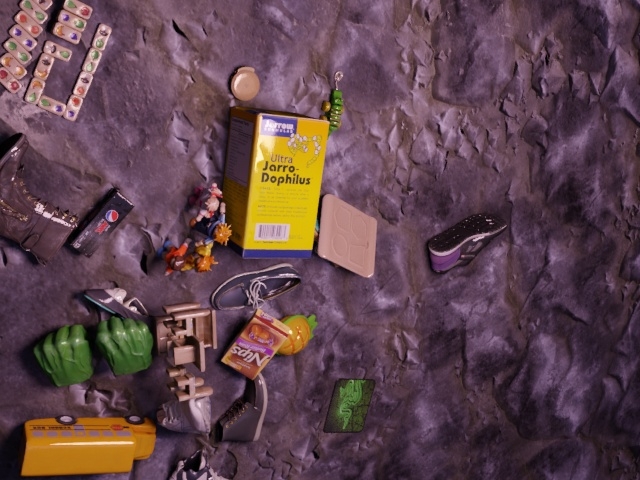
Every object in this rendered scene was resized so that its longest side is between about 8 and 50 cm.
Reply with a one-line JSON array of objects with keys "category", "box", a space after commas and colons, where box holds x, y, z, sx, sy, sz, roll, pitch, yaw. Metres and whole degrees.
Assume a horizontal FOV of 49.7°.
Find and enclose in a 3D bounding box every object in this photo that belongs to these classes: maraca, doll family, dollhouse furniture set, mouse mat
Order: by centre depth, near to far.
[{"category": "doll family", "box": [-0.292, -0.010, 1.740, 0.118, 0.163, 0.262, 29, 91, -32]}, {"category": "dollhouse furniture set", "box": [-0.316, 0.258, 1.759, 0.161, 0.242, 0.212, -6, 101, -26]}, {"category": "maraca", "box": [-0.073, 0.269, 1.987, 0.186, 0.099, 0.127, -3, 119, -53]}, {"category": "mouse mat", "box": [0.093, 0.528, 2.206, 0.153, 0.007, 0.189, 8, 101, -29]}]

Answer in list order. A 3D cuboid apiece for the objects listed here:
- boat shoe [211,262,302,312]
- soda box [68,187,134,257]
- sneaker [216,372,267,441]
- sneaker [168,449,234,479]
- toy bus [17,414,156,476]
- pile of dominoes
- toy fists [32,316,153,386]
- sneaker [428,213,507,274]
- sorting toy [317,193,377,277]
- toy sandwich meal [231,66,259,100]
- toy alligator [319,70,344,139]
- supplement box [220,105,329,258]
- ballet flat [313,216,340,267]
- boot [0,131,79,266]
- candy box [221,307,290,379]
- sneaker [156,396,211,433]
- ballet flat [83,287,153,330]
[{"category": "boat shoe", "box": [-0.171, 0.138, 1.900, 0.255, 0.079, 0.095, -15, 117, -22]}, {"category": "soda box", "box": [-0.529, -0.043, 1.669, 0.169, 0.053, 0.060, -50, 122, -5]}, {"category": "sneaker", "box": [-0.225, 0.483, 1.977, 0.118, 0.083, 0.221, 1, 106, -28]}, {"category": "sneaker", "box": [-0.316, 0.673, 1.981, 0.235, 0.094, 0.153, 12, 108, -20]}, {"category": "toy bus", "box": [-0.588, 0.524, 1.769, 0.333, 0.130, 0.108, 9, 101, -30]}, {"category": "pile of dominoes", "box": [-0.590, -0.414, 1.529, 0.196, 0.040, 0.251, 21, 95, -31]}, {"category": "toy fists", "box": [-0.553, 0.261, 1.696, 0.279, 0.096, 0.142, -9, 130, -7]}, {"category": "sneaker", "box": [0.466, 0.012, 2.204, 0.283, 0.107, 0.124, -22, 130, -16]}, {"category": "sorting toy", "box": [0.074, -0.010, 1.958, 0.208, 0.038, 0.192, 24, 61, -38]}, {"category": "toy sandwich meal", "box": [-0.193, -0.397, 1.752, 0.086, 0.029, 0.085, -12, 115, -26]}, {"category": "toy alligator", "box": [0.041, -0.364, 1.872, 0.056, 0.051, 0.189, 6, 102, -30]}, {"category": "supplement box", "box": [-0.125, -0.148, 1.767, 0.195, 0.194, 0.356, 1, 105, -28]}, {"category": "ballet flat", "box": [0.000, 0.000, 1.955, 0.073, 0.080, 0.232, -34, 120, 19]}, {"category": "boot", "box": [-0.657, -0.091, 1.578, 0.229, 0.091, 0.262, 28, 95, -37]}, {"category": "candy box", "box": [-0.178, 0.286, 1.894, 0.109, 0.053, 0.186, 33, 119, -9]}, {"category": "sneaker", "box": [-0.357, 0.456, 1.802, 0.129, 0.297, 0.110, 3, 65, -19]}, {"category": "ballet flat", "box": [-0.500, 0.163, 1.742, 0.074, 0.074, 0.203, -50, 123, -6]}]
